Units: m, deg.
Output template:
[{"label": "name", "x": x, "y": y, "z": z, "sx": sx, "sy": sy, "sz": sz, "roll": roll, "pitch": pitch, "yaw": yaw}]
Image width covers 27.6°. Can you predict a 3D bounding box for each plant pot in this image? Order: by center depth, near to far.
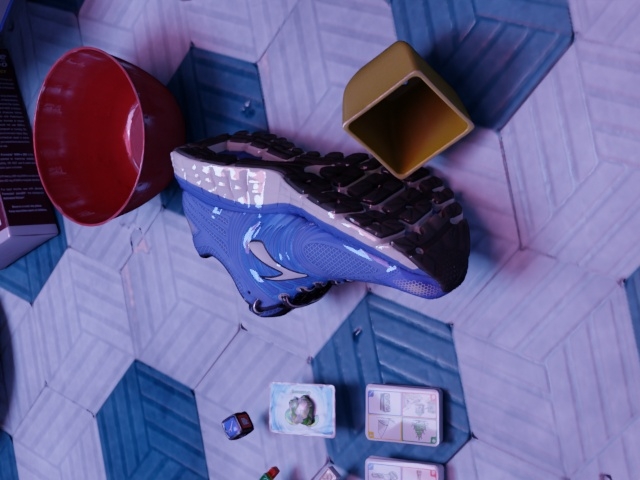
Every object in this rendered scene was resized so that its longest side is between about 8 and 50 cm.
[{"label": "plant pot", "x": 0.069, "y": -0.119, "z": 1.098, "sx": 0.081, "sy": 0.081, "sz": 0.083, "roll": -35, "pitch": 36, "yaw": 22}]

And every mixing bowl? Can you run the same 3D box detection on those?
[{"label": "mixing bowl", "x": -0.204, "y": -0.106, "z": 1.344, "sx": 0.181, "sy": 0.098, "sz": 0.181, "roll": 3, "pitch": 95, "yaw": 42}]

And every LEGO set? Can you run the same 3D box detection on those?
[{"label": "LEGO set", "x": 0.015, "y": 0.221, "z": 1.221, "sx": 0.244, "sy": 0.060, "sz": 0.182, "roll": -1, "pitch": 89, "yaw": 34}]

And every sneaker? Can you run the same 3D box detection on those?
[{"label": "sneaker", "x": 0.000, "y": 0.000, "z": 1.170, "sx": 0.330, "sy": 0.130, "sz": 0.147, "roll": 19, "pitch": 121, "yaw": 43}]

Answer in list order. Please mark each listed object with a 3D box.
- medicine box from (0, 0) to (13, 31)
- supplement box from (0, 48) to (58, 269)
[{"label": "medicine box", "x": -0.473, "y": -0.246, "z": 1.453, "sx": 0.289, "sy": 0.149, "sz": 0.263, "roll": -32, "pitch": 35, "yaw": 36}, {"label": "supplement box", "x": -0.402, "y": -0.094, "z": 1.544, "sx": 0.130, "sy": 0.073, "sz": 0.239, "roll": -27, "pitch": 76, "yaw": 40}]
